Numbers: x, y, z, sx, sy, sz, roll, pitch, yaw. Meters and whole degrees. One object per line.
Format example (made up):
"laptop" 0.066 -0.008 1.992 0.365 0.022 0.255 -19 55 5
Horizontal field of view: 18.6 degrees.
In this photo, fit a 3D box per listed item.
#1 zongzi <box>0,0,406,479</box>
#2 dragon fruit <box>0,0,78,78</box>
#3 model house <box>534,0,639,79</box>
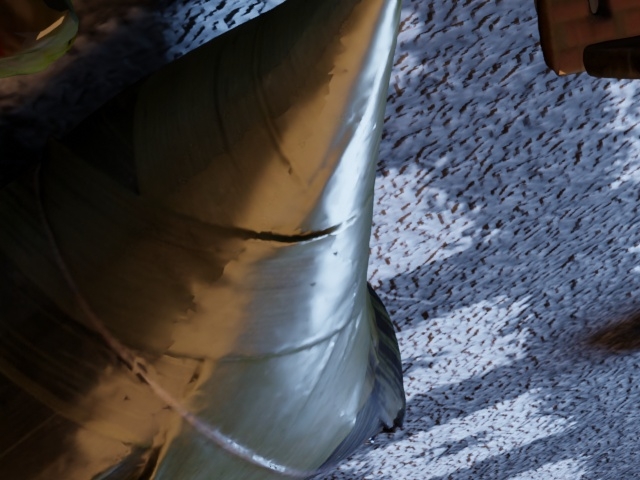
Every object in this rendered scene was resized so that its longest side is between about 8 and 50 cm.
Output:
"zongzi" 0.000 0.000 0.844 0.317 0.154 0.289 -38 160 28
"dragon fruit" -0.186 -0.087 0.341 0.303 0.231 0.237 -7 169 -4
"model house" 0.144 -0.161 0.443 0.169 0.244 0.326 -9 -170 -20
